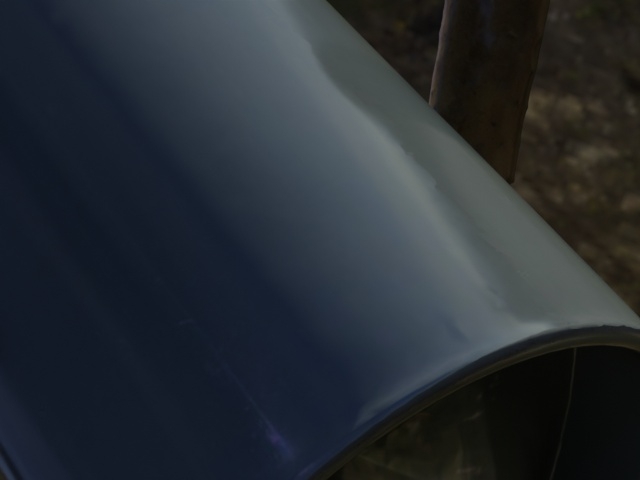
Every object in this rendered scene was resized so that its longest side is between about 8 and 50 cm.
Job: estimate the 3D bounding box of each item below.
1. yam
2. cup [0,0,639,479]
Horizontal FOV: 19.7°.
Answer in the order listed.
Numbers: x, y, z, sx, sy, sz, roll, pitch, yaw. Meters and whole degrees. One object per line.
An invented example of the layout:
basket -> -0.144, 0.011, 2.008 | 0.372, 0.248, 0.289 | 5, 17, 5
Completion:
yam -> 0.079, -0.143, 0.759 | 0.046, 0.046, 0.263 | -39, -42, -78
cup -> -0.043, 0.010, 0.672 | 0.205, 0.312, 0.205 | -26, -36, -21
